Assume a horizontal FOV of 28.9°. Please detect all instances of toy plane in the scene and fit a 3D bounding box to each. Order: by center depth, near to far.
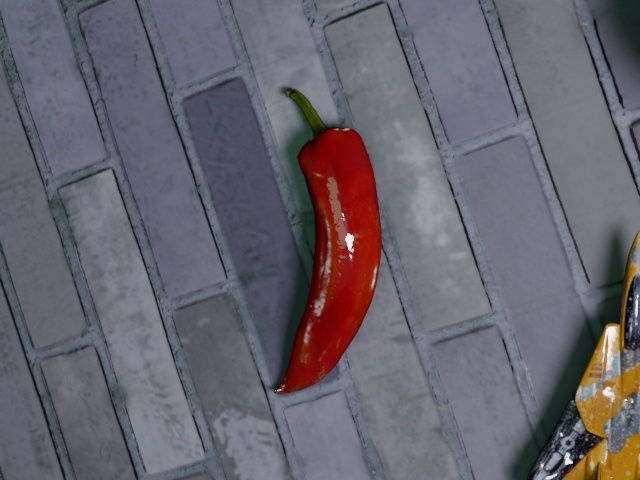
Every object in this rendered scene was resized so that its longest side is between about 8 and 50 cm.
[{"bbox_3d":[0.337,0.148,1.359,0.204,0.103,0.316,4,87,14],"label":"toy plane"}]

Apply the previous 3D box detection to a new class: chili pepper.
[{"bbox_3d":[0.006,0.005,1.452,0.137,0.092,0.368,3,91,27],"label":"chili pepper"}]
